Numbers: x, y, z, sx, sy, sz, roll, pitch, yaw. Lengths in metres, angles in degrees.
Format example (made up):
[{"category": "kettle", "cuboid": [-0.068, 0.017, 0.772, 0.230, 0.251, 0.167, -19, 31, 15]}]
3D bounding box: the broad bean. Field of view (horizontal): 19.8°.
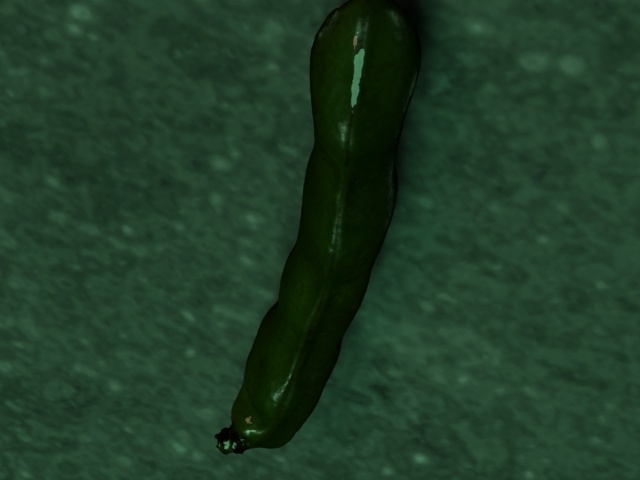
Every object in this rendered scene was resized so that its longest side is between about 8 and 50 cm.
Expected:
[{"category": "broad bean", "cuboid": [0.001, 0.000, 0.745, 0.053, 0.052, 0.256, -8, 139, -24]}]
